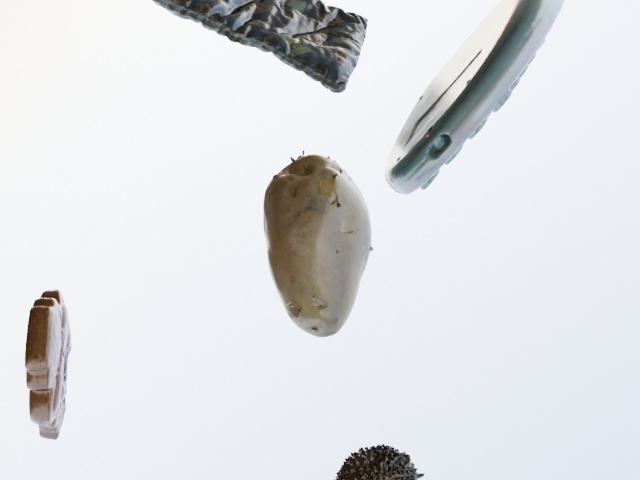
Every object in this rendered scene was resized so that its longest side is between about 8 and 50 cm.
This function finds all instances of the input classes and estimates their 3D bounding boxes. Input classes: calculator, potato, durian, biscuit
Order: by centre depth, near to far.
[{"bbox_3d":[0.125,-0.131,1.117,0.184,0.042,0.295,-48,-175,30],"label":"calculator"},{"bbox_3d":[-0.004,-0.001,1.785,0.128,0.161,0.235,-17,-129,48],"label":"potato"},{"bbox_3d":[0.082,0.315,1.874,0.110,0.140,0.071,45,-41,52],"label":"durian"},{"bbox_3d":[-0.402,0.181,2.063,0.334,0.047,0.202,106,-13,-70],"label":"biscuit"}]

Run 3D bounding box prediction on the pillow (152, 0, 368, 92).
[{"bbox_3d":[-0.069,-0.267,1.592,0.189,0.255,0.034,-75,-170,-56],"label":"pillow"}]
